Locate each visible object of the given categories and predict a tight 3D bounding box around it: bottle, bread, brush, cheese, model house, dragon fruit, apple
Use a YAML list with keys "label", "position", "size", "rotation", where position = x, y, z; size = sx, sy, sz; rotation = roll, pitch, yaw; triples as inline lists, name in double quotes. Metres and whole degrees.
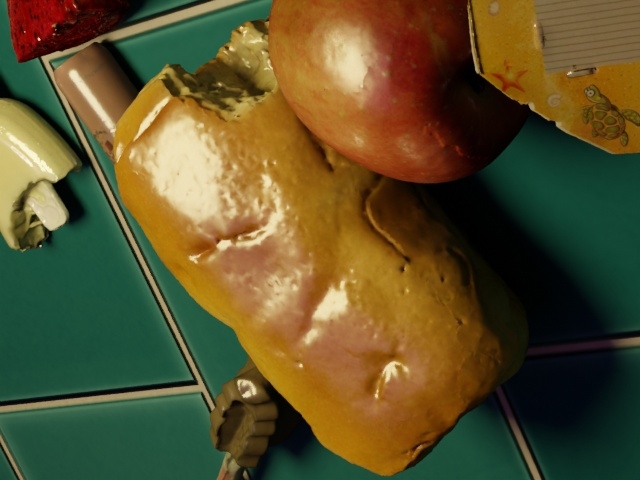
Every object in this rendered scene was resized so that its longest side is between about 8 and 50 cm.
- label: "bottle"
  position: [-0.165, -0.097, 1.628]
  size: [0.140, 0.053, 0.053]
  rotation: [54, 137, -4]
- label: "bread"
  position: [-0.003, 0.003, 1.450]
  size: [0.195, 0.149, 0.344]
  rotation: [-42, 88, 11]
- label: "brush"
  position: [-0.074, 0.187, 1.731]
  size: [0.071, 0.084, 0.301]
  rotation: [38, 141, 13]
- label: "cheese"
  position: [-0.293, -0.105, 1.734]
  size: [0.127, 0.050, 0.235]
  rotation: [-27, 97, 49]
- label: "model house"
  position: [0.199, -0.174, 1.237]
  size: [0.207, 0.136, 0.219]
  rotation: [-10, 117, 14]
- label: "dragon fruit"
  position: [-0.203, -0.215, 1.567]
  size: [0.162, 0.083, 0.106]
  rotation: [-27, 79, 68]
- label: "apple"
  position: [0.059, -0.132, 1.326]
  size: [0.168, 0.181, 0.181]
  rotation: [16, 128, 44]
